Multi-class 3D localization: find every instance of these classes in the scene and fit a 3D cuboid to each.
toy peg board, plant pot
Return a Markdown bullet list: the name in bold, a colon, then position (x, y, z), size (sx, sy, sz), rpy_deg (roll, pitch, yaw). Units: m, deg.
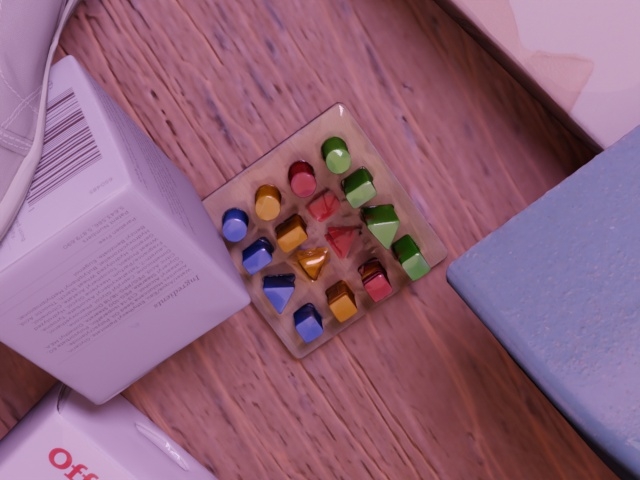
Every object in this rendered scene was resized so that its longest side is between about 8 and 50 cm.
- **toy peg board**: position (0.000, 0.000, 0.975), size (0.160, 0.079, 0.161), rpy_deg (-35, 102, 5)
- **plant pot**: position (0.283, 0.082, 0.868), size (0.247, 0.248, 0.252), rpy_deg (-36, 60, 6)

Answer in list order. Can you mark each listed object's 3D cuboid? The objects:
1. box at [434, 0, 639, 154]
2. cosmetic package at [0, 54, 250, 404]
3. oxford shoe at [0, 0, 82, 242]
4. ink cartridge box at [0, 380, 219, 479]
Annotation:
- **box**: position (0.149, -0.210, 0.902), size (0.311, 0.148, 0.121), rpy_deg (42, 99, -9)
- **cosmetic package**: position (-0.176, -0.003, 0.889), size (0.151, 0.151, 0.184), rpy_deg (-34, 141, 5)
- **oxford shoe**: position (-0.251, -0.142, 0.800), size (0.169, 0.130, 0.449), rpy_deg (14, 69, 14)
- **ink cartridge box**: position (-0.233, 0.280, 1.007), size (0.207, 0.117, 0.283), rpy_deg (43, 98, -11)
